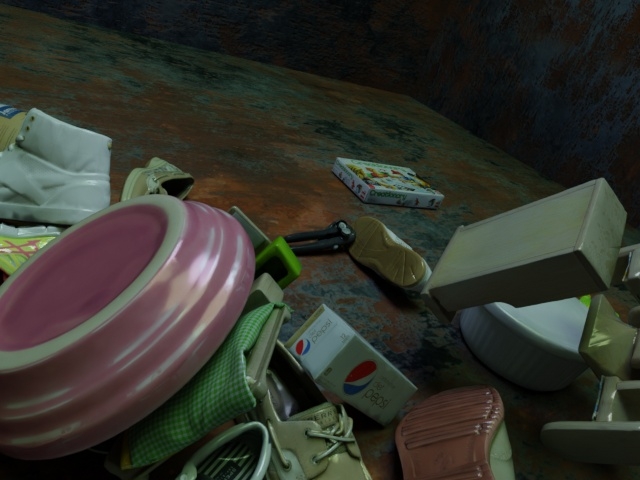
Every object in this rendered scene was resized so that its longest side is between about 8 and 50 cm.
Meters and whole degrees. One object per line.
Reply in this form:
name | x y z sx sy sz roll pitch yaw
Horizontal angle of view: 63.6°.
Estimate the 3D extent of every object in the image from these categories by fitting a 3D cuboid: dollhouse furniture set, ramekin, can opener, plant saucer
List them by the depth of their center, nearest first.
plant saucer | -0.234 0.058 0.553 0.331 0.084 0.332 -18 35 13
dollhouse furniture set | -0.151 0.088 0.587 0.151 0.197 0.302 46 19 -12
dollhouse furniture set | 0.386 0.143 0.781 0.394 0.256 0.362 49 52 -14
ramekin | 0.399 0.170 1.005 0.272 0.127 0.273 18 27 -10
can opener | 0.000 0.000 1.099 0.186 0.073 0.059 -15 62 -40

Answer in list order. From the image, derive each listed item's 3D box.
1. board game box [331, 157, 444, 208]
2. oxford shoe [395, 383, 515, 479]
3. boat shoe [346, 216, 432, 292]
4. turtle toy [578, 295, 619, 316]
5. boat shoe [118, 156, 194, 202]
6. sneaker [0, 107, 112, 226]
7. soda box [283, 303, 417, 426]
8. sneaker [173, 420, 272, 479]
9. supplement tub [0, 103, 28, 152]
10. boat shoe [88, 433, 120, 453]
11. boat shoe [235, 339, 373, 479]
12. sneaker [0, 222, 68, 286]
board game box | 0.208 -0.173 1.579 0.305 0.053 0.193 2 33 -35
oxford shoe | 0.172 0.300 0.629 0.147 0.140 0.397 69 22 -2
boat shoe | 0.148 0.039 1.112 0.096 0.098 0.277 36 6 -37
turtle toy | 0.672 0.187 1.250 0.130 0.066 0.095 26 28 6
boat shoe | -0.305 -0.085 0.962 0.089 0.105 0.285 15 26 -8
sneaker | -0.452 -0.112 0.769 0.292 0.169 0.108 5 -2 -1
soda box | 0.047 0.167 0.671 0.069 0.074 0.216 39 -5 43
sneaker | -0.130 0.257 0.473 0.094 0.091 0.258 27 27 10
supplement tub | -0.502 -0.143 0.874 0.199 0.145 0.144 19 27 -8
boat shoe | -0.252 0.191 0.562 0.132 0.042 0.049 24 22 -1
boat shoe | -0.012 0.234 0.599 0.109 0.098 0.302 -2 35 -39
sneaker | -0.414 0.031 0.714 0.208 0.081 0.094 7 59 -43
